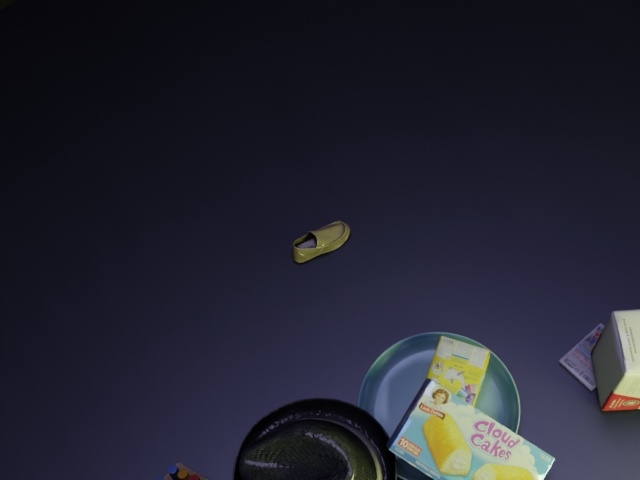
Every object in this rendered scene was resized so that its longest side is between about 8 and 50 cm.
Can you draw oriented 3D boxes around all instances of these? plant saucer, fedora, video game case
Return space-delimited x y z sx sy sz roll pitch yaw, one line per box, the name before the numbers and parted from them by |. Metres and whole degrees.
plant saucer | 0.234 0.336 1.706 0.317 0.044 0.318 -4 59 7
fedora | -0.030 0.430 1.610 0.334 0.152 0.334 -7 64 15
video game case | 0.554 0.235 1.726 0.122 0.011 0.087 -38 61 -12

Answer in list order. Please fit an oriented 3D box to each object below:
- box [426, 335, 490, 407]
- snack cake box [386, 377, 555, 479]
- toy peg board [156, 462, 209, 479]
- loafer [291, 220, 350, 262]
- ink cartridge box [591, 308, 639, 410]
box | 0.258 0.286 1.682 0.105 0.043 0.179 16 63 17
snack cake box | 0.271 0.387 1.573 0.264 0.089 0.152 32 84 5
toy peg board | -0.280 0.503 1.642 0.160 0.079 0.161 20 52 35
loafer | 0.000 0.000 1.934 0.148 0.050 0.056 -31 60 -8
ink cartridge box | 0.679 0.217 1.584 0.306 0.226 0.131 -5 61 3
